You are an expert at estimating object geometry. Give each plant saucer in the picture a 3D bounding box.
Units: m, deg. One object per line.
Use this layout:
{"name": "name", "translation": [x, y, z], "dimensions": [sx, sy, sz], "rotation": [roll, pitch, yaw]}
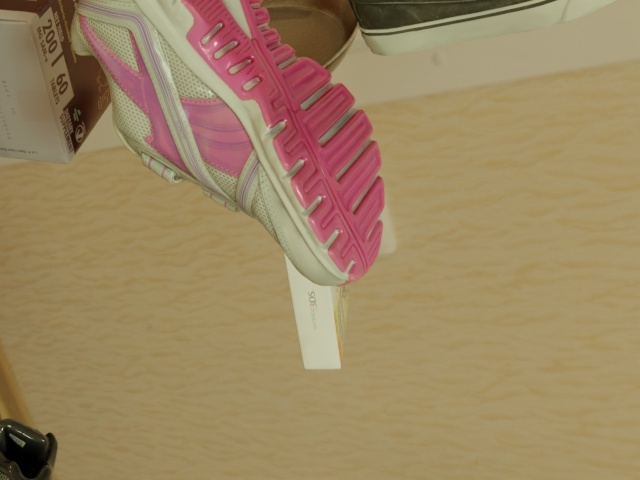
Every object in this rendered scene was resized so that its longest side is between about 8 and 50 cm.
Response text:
{"name": "plant saucer", "translation": [-0.097, -0.229, 1.128], "dimensions": [0.311, 0.310, 0.050], "rotation": [-58, 145, -37]}

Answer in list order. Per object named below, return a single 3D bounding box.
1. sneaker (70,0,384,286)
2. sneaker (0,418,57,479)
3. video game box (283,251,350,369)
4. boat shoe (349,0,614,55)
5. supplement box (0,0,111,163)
{"name": "sneaker", "translation": [-0.057, -0.075, 0.571], "dimensions": [0.252, 0.111, 0.103], "rotation": [56, 38, -1]}
{"name": "sneaker", "translation": [-0.357, 0.258, 1.064], "dimensions": [0.087, 0.227, 0.130], "rotation": [17, 86, -28]}
{"name": "video game box", "translation": [0.000, 0.000, 0.984], "dimensions": [0.187, 0.048, 0.205], "rotation": [-79, 166, -47]}
{"name": "boat shoe", "translation": [0.119, -0.185, 0.633], "dimensions": [0.070, 0.219, 0.078], "rotation": [59, 31, -37]}
{"name": "supplement box", "translation": [-0.208, -0.187, 0.787], "dimensions": [0.239, 0.073, 0.130], "rotation": [-73, 165, -46]}
